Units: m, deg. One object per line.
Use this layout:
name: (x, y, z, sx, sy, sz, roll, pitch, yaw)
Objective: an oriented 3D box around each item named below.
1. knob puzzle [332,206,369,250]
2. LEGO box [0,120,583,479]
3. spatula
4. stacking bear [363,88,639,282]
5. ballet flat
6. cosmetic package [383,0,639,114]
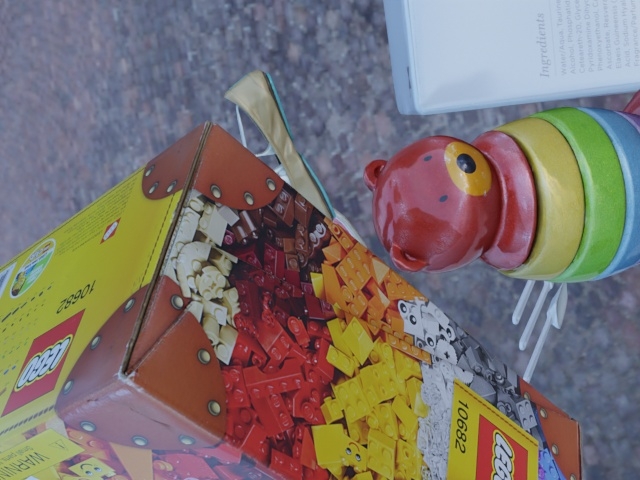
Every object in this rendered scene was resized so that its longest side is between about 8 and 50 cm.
knob puzzle: (0.000, 0.000, 1.821, 0.213, 0.030, 0.213, 24, 141, 21)
LEGO box: (-0.123, 0.191, 0.733, 0.500, 0.372, 0.193, -29, 34, 37)
spatula: (0.339, 0.098, 1.507, 0.019, 0.242, 0.168, 3, 126, 26)
stacking bear: (0.183, -0.038, 0.838, 0.164, 0.289, 0.175, 123, 138, -61)
ballet flat: (-0.058, -0.113, 1.328, 0.232, 0.073, 0.080, 64, 174, -12)
cosmetic package: (0.303, -0.368, 1.472, 0.329, 0.394, 0.327, -97, 0, -82)
